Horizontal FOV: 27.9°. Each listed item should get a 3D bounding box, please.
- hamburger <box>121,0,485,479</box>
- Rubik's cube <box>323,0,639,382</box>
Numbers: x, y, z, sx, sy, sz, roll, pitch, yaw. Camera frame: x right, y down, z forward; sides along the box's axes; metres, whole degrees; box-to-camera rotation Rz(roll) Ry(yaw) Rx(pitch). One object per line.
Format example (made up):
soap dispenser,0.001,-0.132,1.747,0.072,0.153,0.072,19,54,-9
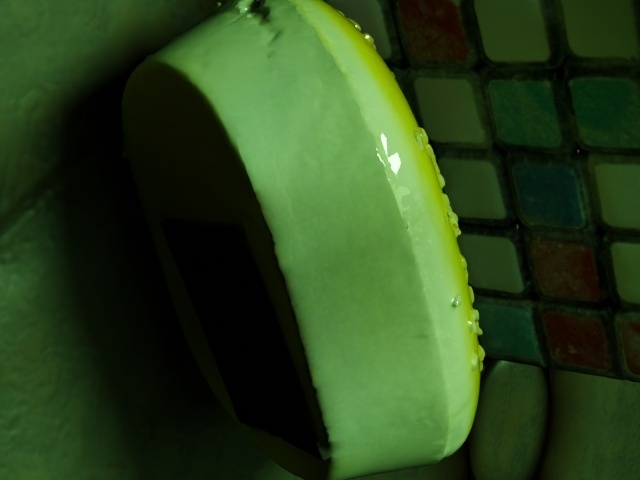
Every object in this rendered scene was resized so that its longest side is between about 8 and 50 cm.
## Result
hamburger,0.000,0.000,0.747,0.151,0.227,0.295,-23,118,-23
Rubik's cube,0.172,-0.105,0.891,0.293,0.287,0.292,-40,124,-41
